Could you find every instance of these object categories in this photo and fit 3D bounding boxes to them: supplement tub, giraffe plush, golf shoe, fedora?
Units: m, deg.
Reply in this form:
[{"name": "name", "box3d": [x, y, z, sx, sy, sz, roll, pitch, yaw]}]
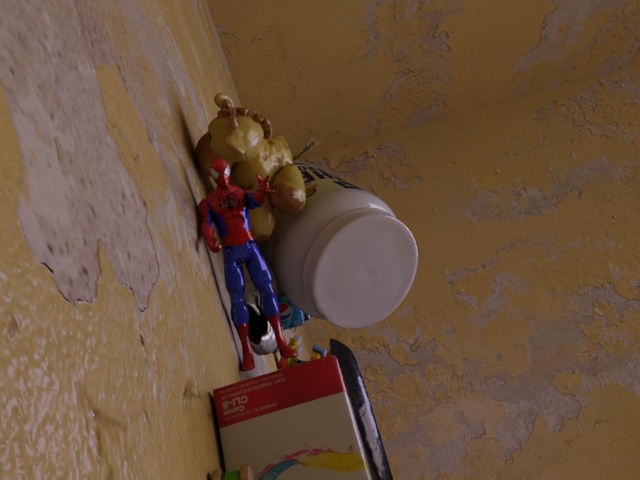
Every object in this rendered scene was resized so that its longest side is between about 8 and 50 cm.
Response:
[{"name": "supplement tub", "box3d": [0.000, 0.000, 1.024, 0.325, 0.235, 0.235, 35, -35, 55]}, {"name": "giraffe plush", "box3d": [-0.117, -0.128, 0.878, 0.181, 0.210, 0.170, 31, -6, 41]}, {"name": "golf shoe", "box3d": [-0.101, 0.090, 0.880, 0.086, 0.069, 0.176, 60, 12, -72]}, {"name": "fedora", "box3d": [0.012, 0.313, 0.795, 0.334, 0.153, 0.334, 165, -90, -88]}]

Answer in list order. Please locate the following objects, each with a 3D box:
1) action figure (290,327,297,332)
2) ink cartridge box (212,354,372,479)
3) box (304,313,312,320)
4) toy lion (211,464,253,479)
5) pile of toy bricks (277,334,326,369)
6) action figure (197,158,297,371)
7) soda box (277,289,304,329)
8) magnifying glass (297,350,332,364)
[{"name": "action figure", "box3d": [-0.101, 0.102, 1.473, 0.185, 0.099, 0.285, 111, -33, -78]}, {"name": "ink cartridge box", "box3d": [-0.016, 0.227, 0.544, 0.128, 0.127, 0.176, 79, -5, -59]}, {"name": "box", "box3d": [-0.051, 0.069, 1.377, 0.183, 0.056, 0.231, -23, 94, -65]}, {"name": "toy lion", "box3d": [-0.063, 0.236, 0.422, 0.100, 0.034, 0.096, -118, -160, -80]}, {"name": "pile of toy bricks", "box3d": [-0.039, 0.327, 1.257, 0.105, 0.118, 0.212, -50, 149, -44]}, {"name": "action figure", "box3d": [-0.095, 0.024, 0.716, 0.139, 0.092, 0.280, 159, -84, -76]}, {"name": "soda box", "box3d": [-0.076, 0.136, 1.180, 0.210, 0.071, 0.067, -140, -145, -88]}, {"name": "magnifying glass", "box3d": [-0.013, 0.307, 1.329, 0.092, 0.026, 0.231, 54, -38, 11]}]
